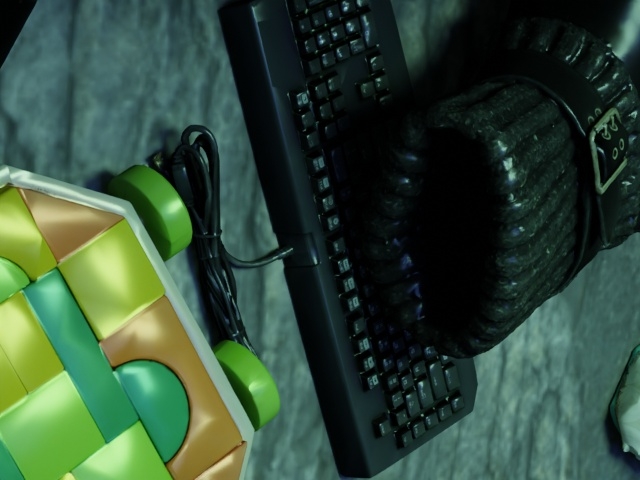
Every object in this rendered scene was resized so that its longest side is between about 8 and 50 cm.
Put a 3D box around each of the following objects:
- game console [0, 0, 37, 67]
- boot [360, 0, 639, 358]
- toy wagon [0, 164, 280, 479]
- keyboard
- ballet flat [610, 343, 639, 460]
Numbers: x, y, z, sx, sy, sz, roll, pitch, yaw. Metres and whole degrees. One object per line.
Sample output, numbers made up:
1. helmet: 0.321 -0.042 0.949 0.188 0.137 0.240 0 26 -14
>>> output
1. game console: -0.213 -0.150 0.975 0.122 0.071 0.107 16 116 -37
2. boot: 0.134 -0.123 1.149 0.260 0.131 0.348 -24 110 -40
3. toy wagon: -0.139 0.132 1.020 0.267 0.068 0.344 -36 109 -28
4. keyboard: 0.000 0.000 1.146 0.201 0.033 0.317 -26 111 -32
5. ballet flat: 0.403 0.140 1.407 0.409 0.147 0.147 13 88 -37
